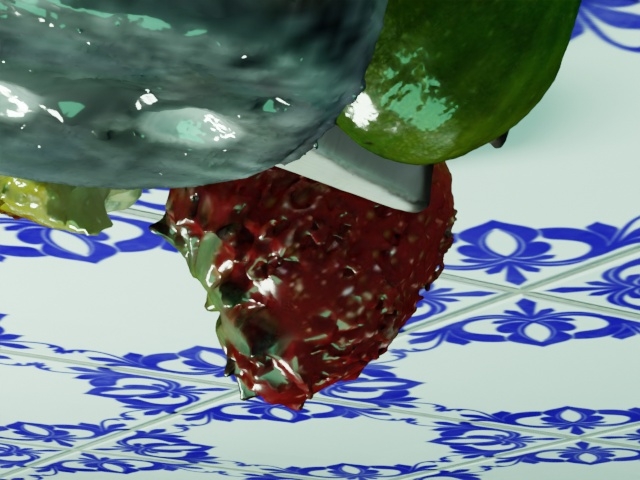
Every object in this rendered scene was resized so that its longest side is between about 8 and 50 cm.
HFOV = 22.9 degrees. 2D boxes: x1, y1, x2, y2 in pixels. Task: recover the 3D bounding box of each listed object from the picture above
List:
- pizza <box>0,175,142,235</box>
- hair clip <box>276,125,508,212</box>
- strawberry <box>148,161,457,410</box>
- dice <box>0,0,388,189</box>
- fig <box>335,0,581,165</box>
[{"bbox_3d":[-0.205,-0.060,0.881,0.323,0.089,0.223,16,-175,-36],"label":"pizza"},{"bbox_3d":[-0.056,-0.105,0.844,0.331,0.085,0.101,17,155,-24],"label":"hair clip"},{"bbox_3d":[0.000,0.000,1.044,0.202,0.187,0.184,-24,139,-9],"label":"strawberry"},{"bbox_3d":[-0.082,-0.129,0.610,0.183,0.182,0.181,7,160,-20],"label":"dice"},{"bbox_3d":[0.074,-0.110,0.763,0.123,0.123,0.156,18,150,-41],"label":"fig"}]
